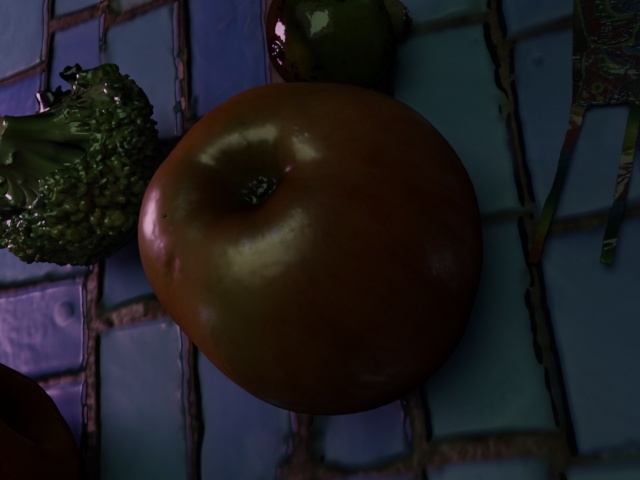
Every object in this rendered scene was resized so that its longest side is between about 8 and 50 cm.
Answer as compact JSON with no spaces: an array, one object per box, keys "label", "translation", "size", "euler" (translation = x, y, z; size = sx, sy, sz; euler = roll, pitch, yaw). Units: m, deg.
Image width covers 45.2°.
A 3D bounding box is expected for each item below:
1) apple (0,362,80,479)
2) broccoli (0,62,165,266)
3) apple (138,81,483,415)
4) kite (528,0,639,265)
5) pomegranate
[{"label":"apple","translation":[-0.329,0.213,0.670],"size":[0.201,0.218,0.218],"euler":[-42,61,-1]},{"label":"broccoli","translation":[-0.253,-0.070,0.751],"size":[0.226,0.176,0.198],"euler":[9,73,12]},{"label":"apple","translation":[0.000,0.000,0.567],"size":[0.242,0.241,0.242],"euler":[-9,69,26]},{"label":"kite","translation":[0.250,-0.102,0.615],"size":[0.152,0.015,0.285],"euler":[14,77,31]},{"label":"pomegranate","translation":[0.012,-0.185,0.701],"size":[0.130,0.130,0.130],"euler":[-8,70,23]}]
